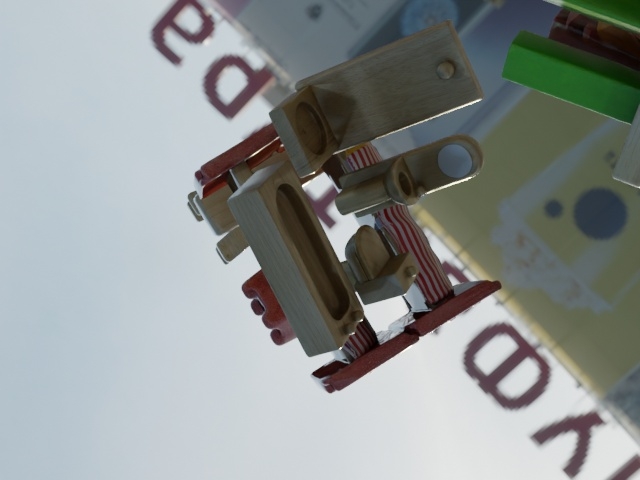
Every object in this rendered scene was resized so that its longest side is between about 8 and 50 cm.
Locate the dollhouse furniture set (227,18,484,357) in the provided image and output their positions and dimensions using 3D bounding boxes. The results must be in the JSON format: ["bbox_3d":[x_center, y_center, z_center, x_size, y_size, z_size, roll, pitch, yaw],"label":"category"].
[{"bbox_3d":[0.039,-0.035,0.772,0.144,0.123,0.151,63,-150,-14],"label":"dollhouse furniture set"}]

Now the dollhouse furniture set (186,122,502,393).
[{"bbox_3d":[0.000,0.000,1.062,0.201,0.152,0.374,59,173,-1],"label":"dollhouse furniture set"}]

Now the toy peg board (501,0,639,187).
[{"bbox_3d":[0.151,-0.137,0.534,0.079,0.161,0.160,24,-139,14],"label":"toy peg board"}]
